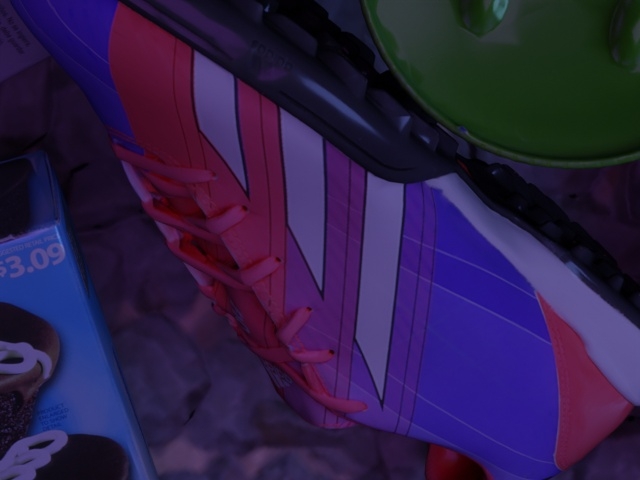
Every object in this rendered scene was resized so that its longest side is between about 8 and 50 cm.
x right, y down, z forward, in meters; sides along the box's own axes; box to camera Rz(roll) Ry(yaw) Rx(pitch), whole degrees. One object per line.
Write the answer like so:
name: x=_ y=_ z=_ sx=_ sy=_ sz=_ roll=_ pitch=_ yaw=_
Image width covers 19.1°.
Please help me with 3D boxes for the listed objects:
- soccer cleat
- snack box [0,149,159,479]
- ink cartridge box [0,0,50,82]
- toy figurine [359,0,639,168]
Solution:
soccer cleat: x=0.000 y=0.000 z=0.633 sx=0.116 sy=0.108 sz=0.318 roll=-47 pitch=130 yaw=9
snack box: x=-0.222 y=0.102 z=0.669 sx=0.322 sy=0.060 sz=0.187 roll=-17 pitch=122 yaw=-3
ink cartridge box: x=-0.173 y=-0.089 z=0.571 sx=0.224 sy=0.223 sz=0.045 roll=-28 pitch=66 yaw=0
toy figurine: x=0.090 y=-0.118 z=0.620 sx=0.130 sy=0.159 sz=0.173 roll=12 pitch=101 yaw=7
